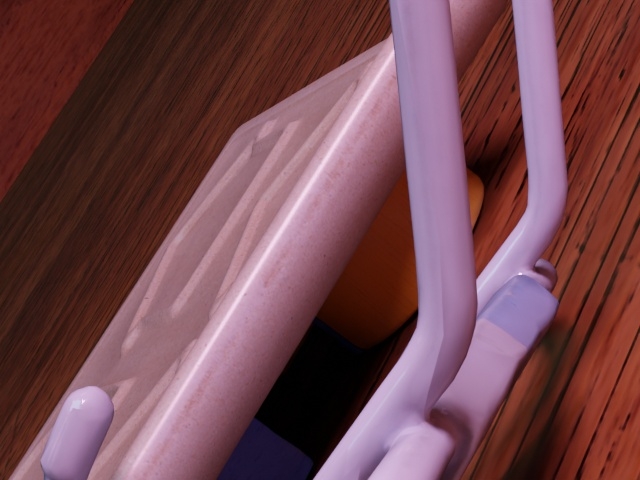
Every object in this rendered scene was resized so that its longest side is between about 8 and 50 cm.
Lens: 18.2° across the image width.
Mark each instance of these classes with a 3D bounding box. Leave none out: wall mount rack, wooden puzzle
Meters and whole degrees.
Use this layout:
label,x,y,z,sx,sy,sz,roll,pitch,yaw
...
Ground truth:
label,x,y,z,sx,sy,sz,roll,pitch,yaw
wall mount rack,0.000,0.000,0.520,0.304,0.130,0.350,-56,-5,13
wooden puzzle,-0.046,0.062,0.865,0.322,0.080,0.348,-58,9,-20
